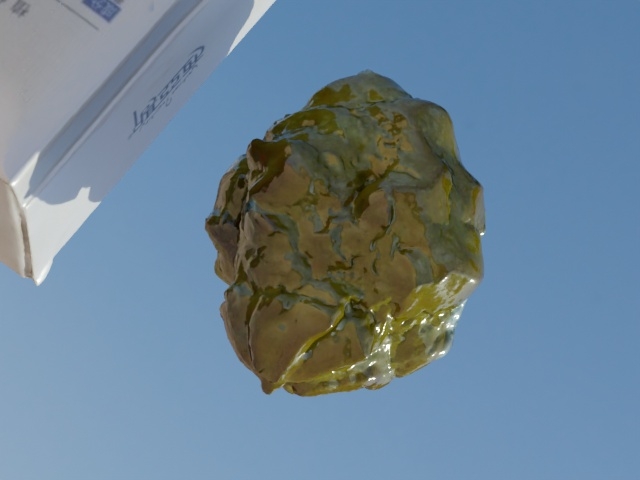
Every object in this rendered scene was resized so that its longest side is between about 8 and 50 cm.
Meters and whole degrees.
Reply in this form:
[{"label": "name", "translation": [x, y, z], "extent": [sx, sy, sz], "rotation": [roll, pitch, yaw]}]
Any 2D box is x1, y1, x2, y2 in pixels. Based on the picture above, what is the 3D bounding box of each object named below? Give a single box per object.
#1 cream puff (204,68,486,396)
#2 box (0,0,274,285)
[{"label": "cream puff", "translation": [0.000, 0.000, 0.861], "extent": [0.146, 0.116, 0.146], "rotation": [12, -74, 48]}, {"label": "box", "translation": [-0.176, -0.148, 0.866], "extent": [0.274, 0.203, 0.116], "rotation": [34, -21, 10]}]
